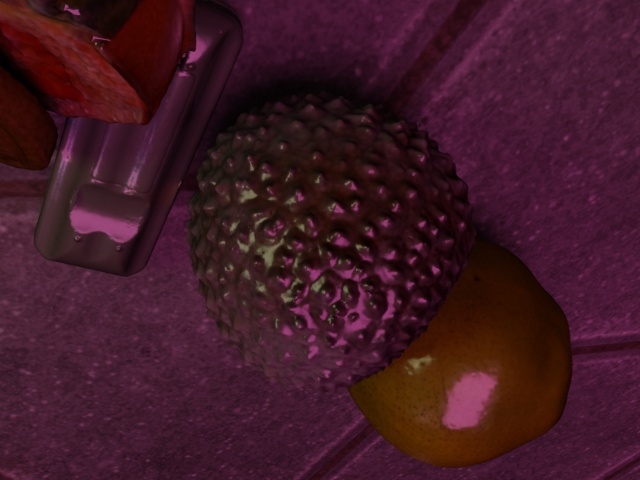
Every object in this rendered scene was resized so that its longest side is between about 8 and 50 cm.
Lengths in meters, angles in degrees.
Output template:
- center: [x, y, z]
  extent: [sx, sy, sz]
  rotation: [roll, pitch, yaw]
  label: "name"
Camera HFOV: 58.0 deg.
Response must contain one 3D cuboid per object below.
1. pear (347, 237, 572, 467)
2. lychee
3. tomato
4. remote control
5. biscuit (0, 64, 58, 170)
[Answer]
- center: [0.166, 0.138, 0.745]
  extent: [0.294, 0.294, 0.294]
  rotation: [-7, 132, -8]
  label: "pear"
- center: [0.000, 0.005, 0.575]
  extent: [0.300, 0.300, 0.300]
  rotation: [-7, 132, -8]
  label: "lychee"
- center: [-0.220, -0.222, 0.383]
  extent: [0.309, 0.170, 0.309]
  rotation: [24, 162, 9]
  label: "tomato"
- center: [-0.193, -0.093, 0.585]
  extent: [0.128, 0.065, 0.335]
  rotation: [14, 126, -27]
  label: "remote control"
- center: [-0.329, -0.140, 0.410]
  extent: [0.273, 0.049, 0.257]
  rotation: [24, 162, -2]
  label: "biscuit"
